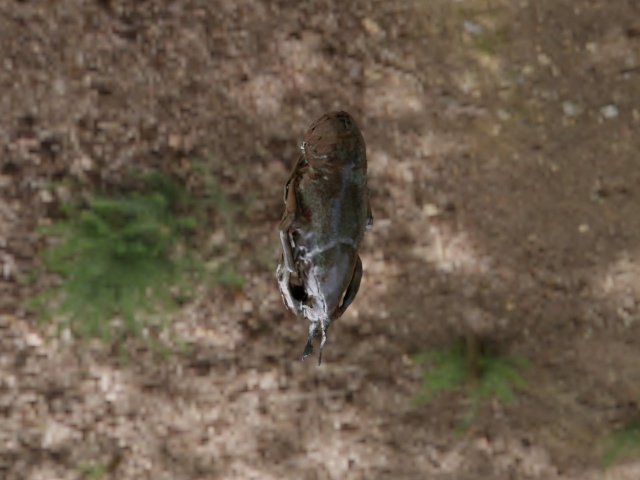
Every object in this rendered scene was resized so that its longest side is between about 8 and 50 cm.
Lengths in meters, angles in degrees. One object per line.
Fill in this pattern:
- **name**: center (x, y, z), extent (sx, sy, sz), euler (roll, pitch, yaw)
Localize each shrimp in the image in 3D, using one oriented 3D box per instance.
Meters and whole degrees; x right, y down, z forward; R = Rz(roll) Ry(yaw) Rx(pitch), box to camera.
- **shrimp**: center (0.001, 0.000, 1.073), extent (0.074, 0.073, 0.190), euler (-3, 107, -12)
